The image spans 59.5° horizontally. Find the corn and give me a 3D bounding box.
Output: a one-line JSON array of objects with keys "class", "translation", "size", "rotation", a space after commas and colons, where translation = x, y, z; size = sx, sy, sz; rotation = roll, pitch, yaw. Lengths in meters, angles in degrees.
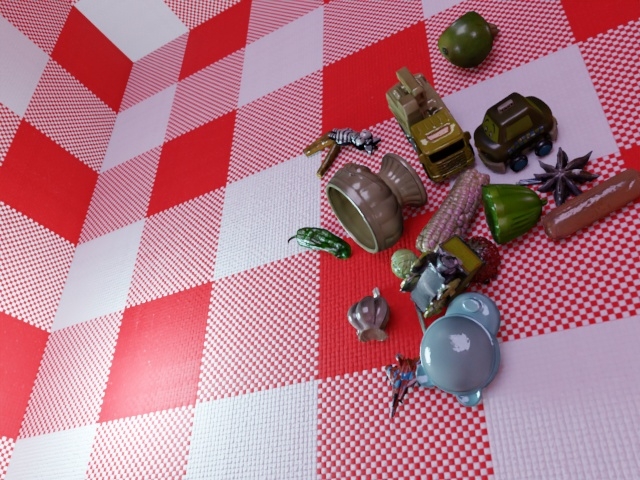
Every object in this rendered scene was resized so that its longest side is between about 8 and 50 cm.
[{"class": "corn", "translation": [0.415, -0.079, 1.726], "size": [0.127, 0.126, 0.335], "rotation": [23, 74, 43]}]

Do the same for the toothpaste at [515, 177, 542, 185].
[{"class": "toothpaste", "translation": [0.637, -0.179, 1.704], "size": [0.083, 0.019, 0.027], "rotation": [-6, 40, 28]}]

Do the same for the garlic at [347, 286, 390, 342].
[{"class": "garlic", "translation": [0.162, 0.208, 1.717], "size": [0.131, 0.127, 0.194], "rotation": [-15, 33, 32]}]

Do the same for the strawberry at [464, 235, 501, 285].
[{"class": "strawberry", "translation": [0.451, 0.054, 1.630], "size": [0.145, 0.086, 0.145], "rotation": [-19, 49, 24]}]

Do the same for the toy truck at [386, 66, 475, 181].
[{"class": "toy truck", "translation": [0.361, -0.406, 1.905], "size": [0.181, 0.254, 0.405], "rotation": [-28, 50, 11]}]

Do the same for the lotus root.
[{"class": "lotus root", "translation": [0.568, -0.094, 1.608], "size": [0.186, 0.186, 0.186], "rotation": [-19, 51, 25]}]

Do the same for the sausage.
[{"class": "sausage", "translation": [0.742, -0.097, 1.524], "size": [0.289, 0.086, 0.086], "rotation": [-32, 47, 15]}]

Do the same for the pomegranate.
[{"class": "pomegranate", "translation": [0.555, -0.718, 2.058], "size": [0.190, 0.241, 0.159], "rotation": [-44, 77, 33]}]

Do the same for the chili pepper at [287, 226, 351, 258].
[{"class": "chili pepper", "translation": [0.001, 0.005, 1.994], "size": [0.257, 0.074, 0.100], "rotation": [15, 70, 40]}]

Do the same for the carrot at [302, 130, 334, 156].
[{"class": "carrot", "translation": [0.001, -0.394, 2.292], "size": [0.162, 0.055, 0.055], "rotation": [-28, 47, 27]}]

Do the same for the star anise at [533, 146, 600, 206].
[{"class": "star anise", "translation": [0.713, -0.186, 1.623], "size": [0.181, 0.061, 0.204], "rotation": [-22, 50, 21]}]

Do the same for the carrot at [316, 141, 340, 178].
[{"class": "carrot", "translation": [0.032, -0.322, 2.221], "size": [0.042, 0.042, 0.170], "rotation": [18, 71, 42]}]

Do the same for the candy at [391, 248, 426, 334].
[{"class": "candy", "translation": [0.283, 0.174, 1.683], "size": [0.093, 0.092, 0.335], "rotation": [-32, 54, 32]}]

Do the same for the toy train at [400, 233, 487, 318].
[{"class": "toy train", "translation": [0.330, 0.102, 1.545], "size": [0.177, 0.260, 0.134], "rotation": [-33, 69, -25]}]

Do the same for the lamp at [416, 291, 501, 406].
[{"class": "lamp", "translation": [0.377, 0.275, 1.482], "size": [0.209, 0.147, 0.284], "rotation": [20, 73, 35]}]

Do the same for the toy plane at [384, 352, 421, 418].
[{"class": "toy plane", "translation": [0.226, 0.408, 1.564], "size": [0.130, 0.061, 0.189], "rotation": [1, 66, 35]}]

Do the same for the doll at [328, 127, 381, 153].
[{"class": "doll", "translation": [0.132, -0.393, 2.170], "size": [0.219, 0.067, 0.091], "rotation": [21, 58, 29]}]

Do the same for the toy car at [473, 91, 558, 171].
[{"class": "toy car", "translation": [0.589, -0.353, 1.733], "size": [0.248, 0.198, 0.204], "rotation": [-33, 47, 13]}]

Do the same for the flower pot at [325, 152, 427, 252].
[{"class": "flower pot", "translation": [0.187, -0.137, 1.822], "size": [0.244, 0.307, 0.307], "rotation": [-36, 43, -13]}]
